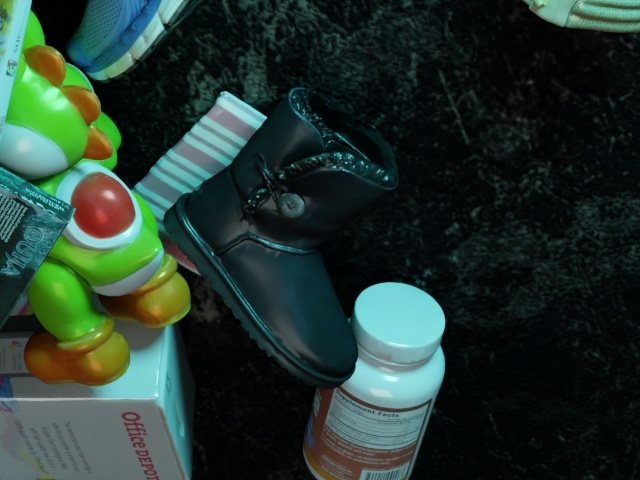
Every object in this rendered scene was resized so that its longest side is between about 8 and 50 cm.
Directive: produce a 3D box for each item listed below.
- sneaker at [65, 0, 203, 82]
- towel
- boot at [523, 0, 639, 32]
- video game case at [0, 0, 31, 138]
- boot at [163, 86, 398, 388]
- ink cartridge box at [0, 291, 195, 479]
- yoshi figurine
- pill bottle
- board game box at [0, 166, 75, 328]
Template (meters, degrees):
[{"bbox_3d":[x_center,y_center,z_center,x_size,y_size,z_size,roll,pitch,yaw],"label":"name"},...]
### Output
[{"bbox_3d":[-0.143,-0.271,1.568,0.147,0.130,0.330,37,130,0],"label":"sneaker"},{"bbox_3d":[-0.092,-0.048,1.803,0.144,0.029,0.197,32,123,-21],"label":"towel"},{"bbox_3d":[0.192,-0.282,1.531,0.262,0.095,0.203,15,132,-13],"label":"boot"},{"bbox_3d":[-0.353,-0.125,1.541,0.227,0.026,0.206,16,96,27],"label":"video game case"},{"bbox_3d":[0.000,0.000,1.734,0.207,0.094,0.246,-38,98,30],"label":"boot"},{"bbox_3d":[-0.291,0.152,1.886,0.306,0.131,0.226,-1,151,3],"label":"ink cartridge box"},{"bbox_3d":[-0.263,-0.055,1.673,0.203,0.203,0.362,-18,123,1],"label":"yoshi figurine"},{"bbox_3d":[0.058,0.150,1.896,0.121,0.121,0.216,11,130,-4],"label":"pill bottle"},{"bbox_3d":[-0.307,0.012,1.605,0.126,0.026,0.186,29,123,-12],"label":"board game box"}]
